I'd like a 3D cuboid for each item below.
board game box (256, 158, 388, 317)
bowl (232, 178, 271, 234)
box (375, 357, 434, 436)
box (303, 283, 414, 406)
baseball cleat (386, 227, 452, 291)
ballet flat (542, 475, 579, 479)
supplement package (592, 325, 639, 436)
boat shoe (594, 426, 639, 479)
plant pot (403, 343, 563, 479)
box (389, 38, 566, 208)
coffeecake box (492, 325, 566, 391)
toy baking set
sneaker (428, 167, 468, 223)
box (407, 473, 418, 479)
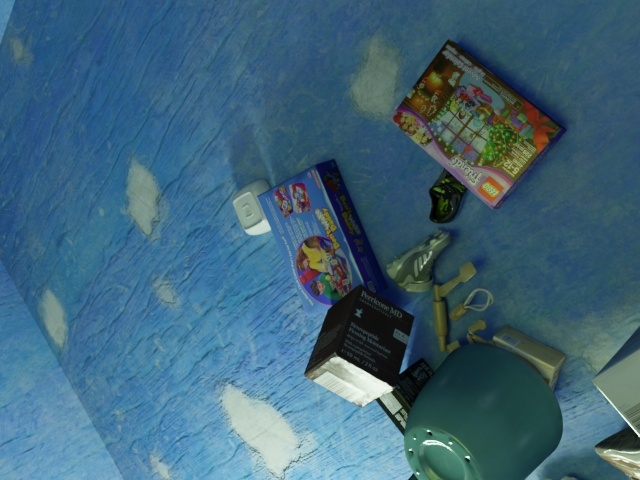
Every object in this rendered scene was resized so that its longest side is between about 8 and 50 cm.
[{"bbox_3d":[0.000,0.000,1.782,0.233,0.078,0.347,-22,91,44],"label":"board game box"},{"bbox_3d":[-0.183,-0.087,1.931,0.142,0.053,0.142,-23,89,45],"label":"bowl"},{"bbox_3d":[0.240,0.393,1.670,0.180,0.147,0.078,50,132,14],"label":"box"},{"bbox_3d":[0.092,0.251,1.659,0.168,0.203,0.167,30,143,-11],"label":"box"},{"bbox_3d":[0.243,0.051,1.605,0.109,0.072,0.206,51,138,-4],"label":"baseball cleat"},{"bbox_3d":[0.523,0.553,1.534,0.203,0.074,0.074,-27,87,46],"label":"ballet flat"},{"bbox_3d":[0.618,0.202,1.159,0.178,0.292,0.175,52,132,15],"label":"supplement package"},{"bbox_3d":[0.608,0.410,1.280,0.324,0.123,0.117,97,148,-80],"label":"boat shoe"},{"bbox_3d":[0.310,0.397,1.450,0.292,0.235,0.293,23,127,35],"label":"plant pot"},{"bbox_3d":[0.306,-0.231,1.400,0.293,0.057,0.201,45,113,20],"label":"box"},{"bbox_3d":[0.429,0.302,1.522,0.142,0.068,0.186,26,122,32],"label":"coffeecake box"},{"bbox_3d":[0.318,0.167,1.562,0.196,0.030,0.257,2,103,59],"label":"toy baking set"},{"bbox_3d":[0.276,-0.117,1.493,0.067,0.078,0.188,29,121,32],"label":"sneaker"},{"bbox_3d":[0.238,0.592,1.686,0.059,0.232,0.184,36,127,19],"label":"box"}]
